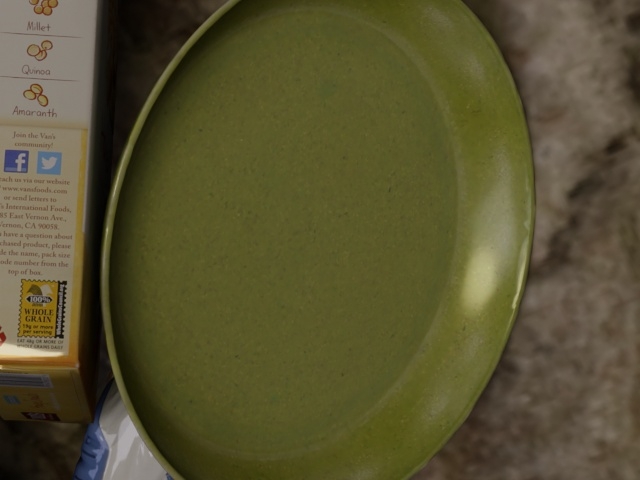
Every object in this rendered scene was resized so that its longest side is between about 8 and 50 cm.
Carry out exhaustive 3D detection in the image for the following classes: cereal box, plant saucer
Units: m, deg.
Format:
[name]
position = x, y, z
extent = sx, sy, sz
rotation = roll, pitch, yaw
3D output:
[cereal box]
position = -0.111, -0.052, 0.591
extent = 0.047, 0.173, 0.240
rotation = 3, 77, -6
[plant saucer]
position = 0.000, 0.000, 0.601
extent = 0.037, 0.241, 0.240
rotation = 15, 111, 47

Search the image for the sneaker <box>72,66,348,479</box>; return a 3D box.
[sneaker]
position = -0.029, 0.038, 0.684
extent = 0.131, 0.112, 0.296
rotation = 17, 112, -3
